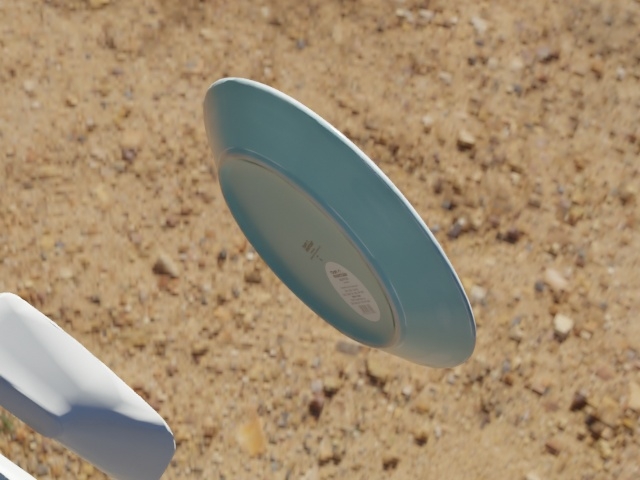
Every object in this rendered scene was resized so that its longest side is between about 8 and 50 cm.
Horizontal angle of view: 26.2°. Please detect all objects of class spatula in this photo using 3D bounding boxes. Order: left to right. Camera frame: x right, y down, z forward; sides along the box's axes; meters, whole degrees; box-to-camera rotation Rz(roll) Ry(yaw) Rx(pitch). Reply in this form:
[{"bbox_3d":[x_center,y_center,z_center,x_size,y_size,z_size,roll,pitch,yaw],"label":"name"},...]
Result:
[{"bbox_3d":[-0.176,0.046,0.517,0.242,0.168,0.019,36,45,3],"label":"spatula"}]

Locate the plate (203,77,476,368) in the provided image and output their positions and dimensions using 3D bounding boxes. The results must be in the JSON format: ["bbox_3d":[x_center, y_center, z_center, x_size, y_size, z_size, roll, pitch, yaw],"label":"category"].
[{"bbox_3d":[0.000,0.000,0.685,0.188,0.188,0.024,41,69,20],"label":"plate"}]
